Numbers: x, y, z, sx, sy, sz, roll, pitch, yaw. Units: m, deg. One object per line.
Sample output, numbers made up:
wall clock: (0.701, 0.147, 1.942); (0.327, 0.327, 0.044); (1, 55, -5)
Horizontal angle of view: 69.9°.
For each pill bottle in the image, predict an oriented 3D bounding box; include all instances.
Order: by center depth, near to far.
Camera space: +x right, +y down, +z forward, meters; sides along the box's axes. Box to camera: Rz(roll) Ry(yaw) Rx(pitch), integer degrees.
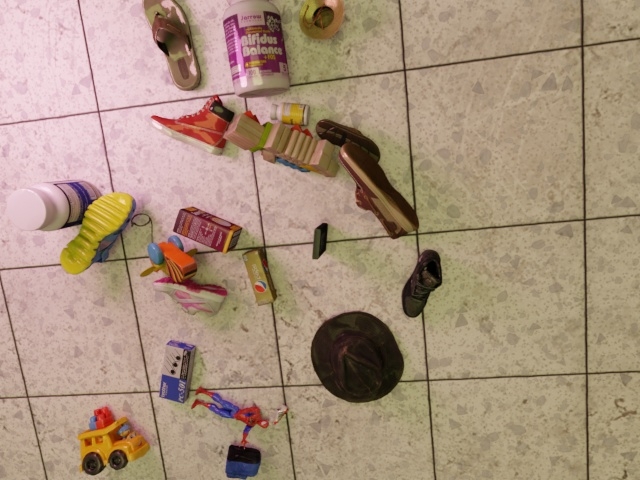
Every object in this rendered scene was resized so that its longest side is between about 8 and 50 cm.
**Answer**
pill bottle: (-0.190, -0.582, 1.328); (0.169, 0.169, 0.302); (-7, 100, 8)
pill bottle: (-0.093, -0.389, 1.405); (0.116, 0.065, 0.065); (8, 101, 6)
pill bottle: (-0.833, -0.111, 1.446); (0.153, 0.265, 0.153); (1, 100, 7)

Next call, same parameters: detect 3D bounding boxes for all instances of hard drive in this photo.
hard drive: (0.000, 0.000, 1.428); (0.022, 0.135, 0.094); (6, 101, 10)

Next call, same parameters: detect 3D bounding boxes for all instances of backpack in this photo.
backpack: (-0.274, 0.791, 1.630); (0.120, 0.098, 0.101); (7, 107, -7)

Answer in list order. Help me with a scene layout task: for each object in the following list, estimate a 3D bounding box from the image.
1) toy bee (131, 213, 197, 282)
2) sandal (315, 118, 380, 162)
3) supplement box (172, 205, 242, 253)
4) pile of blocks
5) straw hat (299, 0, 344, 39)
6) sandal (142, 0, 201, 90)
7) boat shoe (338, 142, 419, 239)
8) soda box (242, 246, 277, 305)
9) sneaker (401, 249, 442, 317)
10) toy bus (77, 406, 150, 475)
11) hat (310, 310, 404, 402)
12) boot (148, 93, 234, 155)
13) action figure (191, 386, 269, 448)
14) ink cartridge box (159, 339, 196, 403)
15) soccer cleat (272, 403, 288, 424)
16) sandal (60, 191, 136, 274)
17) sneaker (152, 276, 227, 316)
toy bee: (-0.502, 0.054, 1.508); (0.195, 0.298, 0.162); (-9, 133, -25)
sandal: (0.089, -0.307, 1.399); (0.219, 0.060, 0.090); (27, 134, 1)
supplement box: (-0.364, -0.036, 1.483); (0.188, 0.104, 0.081); (23, 102, 2)
pile of blocks: (-0.108, -0.303, 1.405); (0.362, 0.149, 0.113); (21, 78, -5)
straw hat: (0.013, -0.653, 1.345); (0.144, 0.061, 0.145); (3, 98, 24)
sandal: (-0.452, -0.613, 1.397); (0.120, 0.086, 0.303); (-21, 97, 10)
boat shoe: (0.154, -0.137, 1.387); (0.123, 0.123, 0.342); (-33, 112, 33)
soda box: (-0.199, 0.119, 1.512); (0.058, 0.061, 0.181); (-14, 98, 9)
sneaker: (0.312, 0.147, 1.421); (0.087, 0.130, 0.228); (22, 104, 5)
toy bus: (-0.756, 0.711, 1.663); (0.220, 0.149, 0.212); (-13, 83, 7)
hat: (0.113, 0.408, 1.491); (0.331, 0.134, 0.332); (1, 101, 8)
boot: (-0.401, -0.390, 1.435); (0.244, 0.088, 0.176); (19, 102, -5)
action figure: (-0.318, 0.612, 1.584); (0.280, 0.139, 0.092); (18, 103, 1)
ink cartridge box: (-0.507, 0.465, 1.623); (0.097, 0.046, 0.207); (13, 102, 6)
soccer cleat: (-0.147, 0.614, 1.615); (0.035, 0.029, 0.083); (40, 99, 8)
sandal: (-0.720, -0.029, 1.517); (0.126, 0.138, 0.317); (43, 96, 6)
sneaker: (-0.446, 0.193, 1.537); (0.252, 0.103, 0.111); (15, 100, 5)
